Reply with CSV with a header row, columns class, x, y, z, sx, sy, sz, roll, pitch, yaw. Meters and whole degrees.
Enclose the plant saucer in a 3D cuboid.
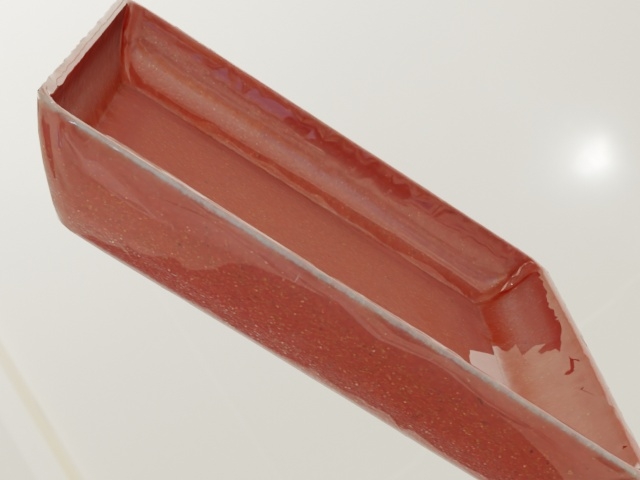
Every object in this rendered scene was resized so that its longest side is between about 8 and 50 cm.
class,x,y,z,sx,sy,sz,roll,pitch,yaw
plant saucer,0.000,0.000,0.630,0.048,0.259,0.258,-55,10,13
